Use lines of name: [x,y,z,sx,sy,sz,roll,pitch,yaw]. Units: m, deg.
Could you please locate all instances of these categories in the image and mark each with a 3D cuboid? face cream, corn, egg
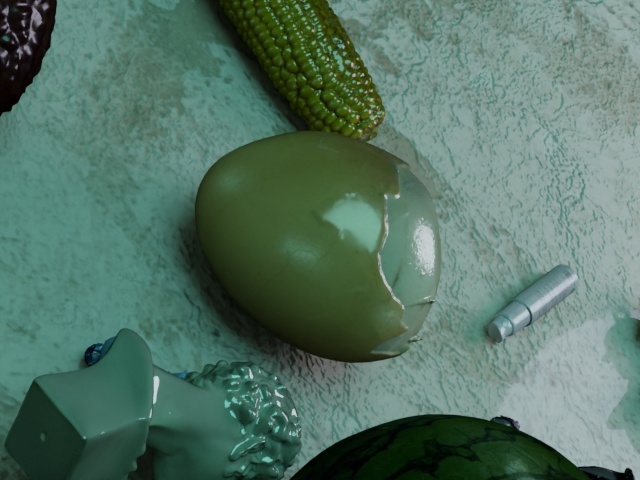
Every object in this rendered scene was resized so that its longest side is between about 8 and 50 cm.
face cream: [0.219,0.067,1.704,0.130,0.034,0.034,-33,85,-39]
corn: [-0.041,-0.230,1.667,0.101,0.101,0.310,-23,80,-37]
egg: [0.000,0.000,1.507,0.244,0.201,0.201,24,54,-3]

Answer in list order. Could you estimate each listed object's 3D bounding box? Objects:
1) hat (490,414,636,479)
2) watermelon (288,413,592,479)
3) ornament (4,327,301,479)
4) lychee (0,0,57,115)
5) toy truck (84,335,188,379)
hat: [0.252,0.247,1.582,0.227,0.140,0.129,43,40,12]
watermelon: [0.092,0.307,1.318,0.363,0.363,0.363,14,59,-24]
ornament: [-0.129,0.147,1.347,0.285,0.130,0.120,19,28,-50]
lychee: [-0.350,-0.211,1.385,0.260,0.260,0.260,14,59,-24]
toy truck: [-0.161,0.125,1.438,0.090,0.056,0.073,21,71,-39]
